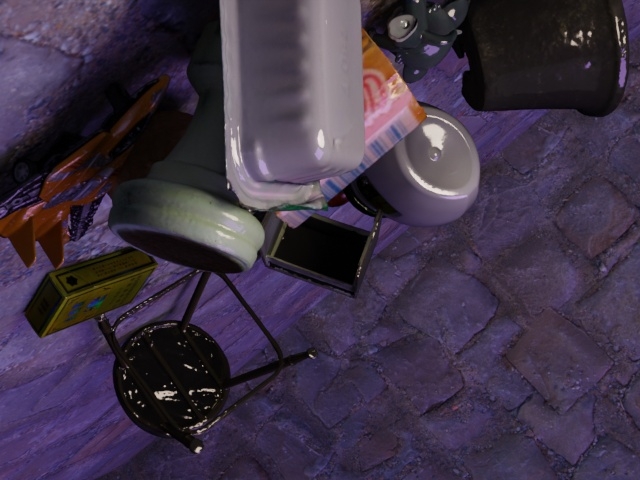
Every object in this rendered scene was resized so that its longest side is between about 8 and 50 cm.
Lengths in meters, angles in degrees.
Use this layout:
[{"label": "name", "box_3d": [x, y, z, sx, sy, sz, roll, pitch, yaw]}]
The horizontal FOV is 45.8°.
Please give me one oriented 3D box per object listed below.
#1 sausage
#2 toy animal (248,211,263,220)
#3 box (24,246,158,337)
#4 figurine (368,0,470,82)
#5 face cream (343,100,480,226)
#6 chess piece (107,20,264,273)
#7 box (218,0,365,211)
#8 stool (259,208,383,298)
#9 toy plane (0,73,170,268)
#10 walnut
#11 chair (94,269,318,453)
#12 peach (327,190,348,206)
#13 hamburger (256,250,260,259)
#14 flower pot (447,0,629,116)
[{"label": "sausage", "box_3d": [-0.007, -0.190, 1.208, 0.287, 0.233, 0.233, -39, 168, 9]}, {"label": "toy animal", "box_3d": [-0.163, -0.061, 1.700, 0.084, 0.050, 0.028, 11, 90, -68]}, {"label": "box", "box_3d": [-0.430, 0.093, 1.432, 0.220, 0.064, 0.141, -25, 163, -51]}, {"label": "figurine", "box_3d": [0.175, -0.370, 1.292, 0.193, 0.140, 0.265, -59, -173, 12]}, {"label": "face cream", "box_3d": [0.189, -0.165, 1.657, 0.219, 0.312, 0.357, -46, -172, -11]}, {"label": "chess piece", "box_3d": [-0.137, -0.123, 0.969, 0.194, 0.195, 0.299, 90, 15, -75]}, {"label": "box", "box_3d": [-0.017, -0.203, 0.919, 0.106, 0.336, 0.264, -1, -178, 22]}, {"label": "stool", "box_3d": [0.000, 0.000, 1.764, 0.269, 0.244, 0.170, 82, 28, -76]}, {"label": "toy plane", "box_3d": [-0.307, -0.107, 0.980, 0.316, 0.103, 0.204, -51, 158, 14]}, {"label": "walnut", "box_3d": [-0.222, -0.106, 1.102, 0.184, 0.155, 0.155, -39, 168, 2]}, {"label": "chair", "box_3d": [-0.313, 0.279, 1.791, 0.362, 0.364, 0.410, -35, 174, -33]}, {"label": "peach", "box_3d": [0.041, -0.134, 1.870, 0.101, 0.100, 0.101, -36, 168, -9]}, {"label": "hamburger", "box_3d": [-0.183, 0.024, 1.884, 0.140, 0.062, 0.133, -37, 172, -12]}, {"label": "flower pot", "box_3d": [0.393, -0.390, 1.453, 0.251, 0.379, 0.379, -16, 166, -1]}]
